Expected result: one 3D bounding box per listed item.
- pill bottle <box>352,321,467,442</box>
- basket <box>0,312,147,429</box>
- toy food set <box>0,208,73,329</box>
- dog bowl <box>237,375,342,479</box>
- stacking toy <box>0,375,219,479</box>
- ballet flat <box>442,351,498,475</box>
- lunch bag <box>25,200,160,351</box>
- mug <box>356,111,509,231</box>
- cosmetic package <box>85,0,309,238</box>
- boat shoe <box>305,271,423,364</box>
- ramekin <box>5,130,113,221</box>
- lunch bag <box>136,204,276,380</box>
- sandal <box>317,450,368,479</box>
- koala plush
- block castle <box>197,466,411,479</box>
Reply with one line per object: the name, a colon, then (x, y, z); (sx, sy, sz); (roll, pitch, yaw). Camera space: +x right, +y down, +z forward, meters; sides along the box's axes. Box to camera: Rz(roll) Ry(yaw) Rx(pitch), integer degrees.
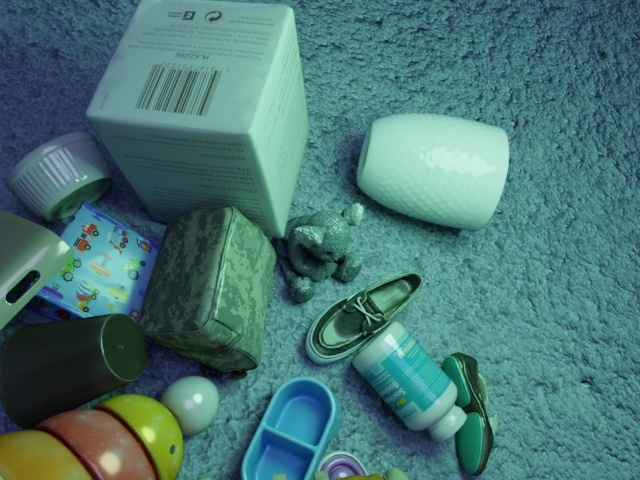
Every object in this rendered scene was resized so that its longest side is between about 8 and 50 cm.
pill bottle: (0.206, 0.323, 1.341); (0.146, 0.146, 0.264); (-38, 82, -28)
basket: (-0.456, 0.225, 1.113); (0.226, 0.154, 0.204); (-19, 61, 17)
toy food set: (-0.646, 0.057, 1.155); (0.306, 0.092, 0.220); (17, 56, 33)
dog bowl: (-0.063, 0.416, 1.232); (0.165, 0.074, 0.297); (20, 61, 12)
stacking toy: (-0.371, 0.393, 1.079); (0.350, 0.350, 0.480); (48, 47, 7)
ballet flat: (0.364, 0.399, 1.392); (0.096, 0.095, 0.281); (7, 65, -28)
lunch bag: (-0.431, 0.094, 1.267); (0.293, 0.138, 0.221); (29, 59, -14)
mug: (0.271, -0.215, 1.559); (0.328, 0.276, 0.374); (11, 34, -4)
cosmetic package: (-0.226, -0.250, 1.277); (0.329, 0.394, 0.327); (8, 63, 9)
boat shoe: (0.104, 0.161, 1.397); (0.335, 0.119, 0.121); (-35, 81, -27)
ramekin: (-0.549, -0.130, 1.281); (0.207, 0.207, 0.109); (-38, 91, -27)
lunch bag: (-0.210, 0.115, 1.259); (0.256, 0.212, 0.305); (41, 48, -46)
sandal: (0.109, 0.629, 1.199); (0.169, 0.102, 0.416); (-27, 76, -26)
koala plush: (0.000, 0.000, 1.378); (0.196, 0.221, 0.203); (-23, 75, -24)
block castle: (-0.030, 0.578, 1.032); (0.453, 0.213, 0.303); (-1, 89, -5)
